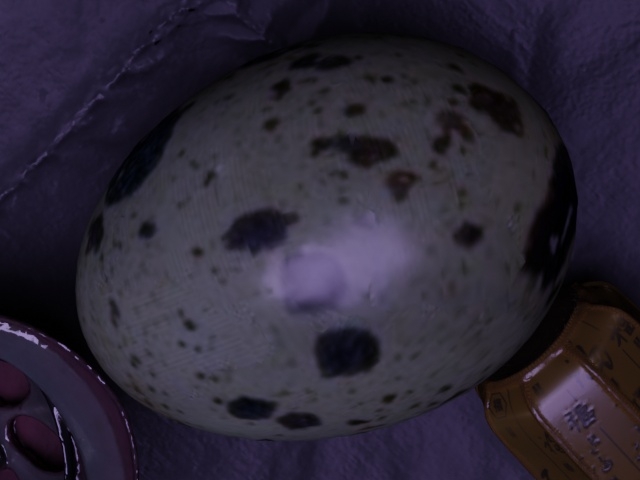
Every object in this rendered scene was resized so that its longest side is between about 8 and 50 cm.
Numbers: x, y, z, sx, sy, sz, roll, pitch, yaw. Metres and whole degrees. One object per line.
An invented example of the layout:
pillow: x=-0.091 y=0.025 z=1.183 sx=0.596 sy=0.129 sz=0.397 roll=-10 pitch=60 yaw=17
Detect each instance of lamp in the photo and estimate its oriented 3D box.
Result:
lamp: x=0.225 y=0.133 z=1.348 sx=0.185 sy=0.161 sz=0.161 roll=43 pitch=103 yaw=-14

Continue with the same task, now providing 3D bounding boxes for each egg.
egg: x=0.000 y=0.000 z=1.228 sx=0.379 sy=0.287 sz=0.288 roll=-14 pitch=108 yaw=7

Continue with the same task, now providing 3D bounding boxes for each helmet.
helmet: x=-0.302 y=0.180 z=1.331 sx=0.338 sy=0.197 sz=0.271 roll=-28 pitch=99 yaw=2
